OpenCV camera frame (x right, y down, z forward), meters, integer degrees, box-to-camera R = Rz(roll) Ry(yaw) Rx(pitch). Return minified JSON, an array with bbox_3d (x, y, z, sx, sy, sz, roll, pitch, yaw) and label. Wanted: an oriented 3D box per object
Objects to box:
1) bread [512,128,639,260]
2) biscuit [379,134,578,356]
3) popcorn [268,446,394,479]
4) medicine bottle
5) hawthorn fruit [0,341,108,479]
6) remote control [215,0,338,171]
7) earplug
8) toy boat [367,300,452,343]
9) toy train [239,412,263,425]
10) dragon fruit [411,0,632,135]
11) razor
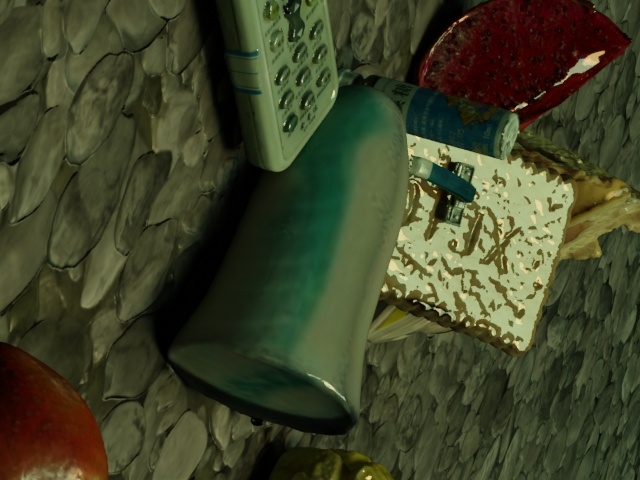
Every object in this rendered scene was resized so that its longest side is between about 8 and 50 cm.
[{"bbox_3d":[0.258,-0.010,2.332,0.184,0.224,0.211,6,109,-61],"label":"bread"},{"bbox_3d":[0.131,-0.018,2.047,0.325,0.044,0.217,21,82,-34],"label":"biscuit"},{"bbox_3d":[0.007,0.313,2.045,0.187,0.167,0.185,-64,165,-1],"label":"popcorn"},{"bbox_3d":[0.101,-0.126,1.904,0.051,0.191,0.051,-47,146,-48],"label":"medicine bottle"},{"bbox_3d":[-0.226,0.168,1.384,0.169,0.188,0.169,-29,138,-29],"label":"hawthorn fruit"},{"bbox_3d":[-0.048,-0.212,1.666,0.128,0.066,0.335,-53,151,-33],"label":"remote control"},{"bbox_3d":[0.000,0.000,1.812,0.185,0.185,0.324,65,42,-58],"label":"earplug"},{"bbox_3d":[0.145,0.023,2.166,0.269,0.141,0.141,-61,155,-17],"label":"toy boat"},{"bbox_3d":[-0.049,0.114,1.924,0.087,0.050,0.138,-38,139,-60],"label":"toy train"},{"bbox_3d":[0.194,-0.181,2.177,0.262,0.134,0.211,-31,166,-10],"label":"dragon fruit"},{"bbox_3d":[0.128,-0.058,1.935,0.191,0.037,0.068,26,78,-71],"label":"razor"}]
